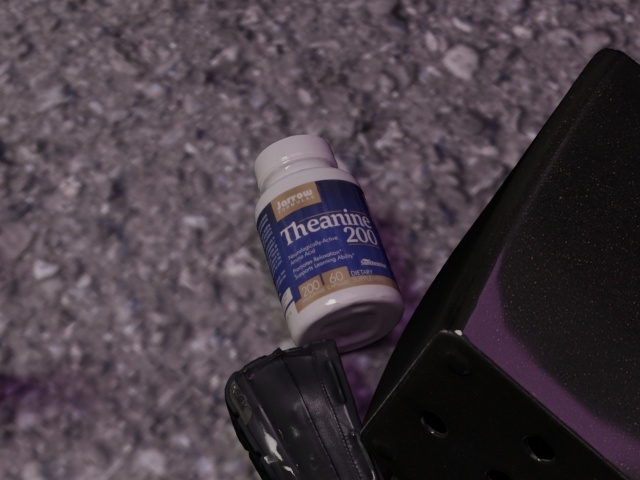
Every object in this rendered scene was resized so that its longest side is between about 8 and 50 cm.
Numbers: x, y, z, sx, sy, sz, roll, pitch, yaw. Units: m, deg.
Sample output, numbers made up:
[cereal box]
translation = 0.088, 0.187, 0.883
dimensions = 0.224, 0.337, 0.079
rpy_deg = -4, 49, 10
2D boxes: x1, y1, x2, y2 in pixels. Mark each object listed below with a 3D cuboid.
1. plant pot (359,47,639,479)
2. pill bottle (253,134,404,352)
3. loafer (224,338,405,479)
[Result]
[plant pot]
translation = 0.128, 0.060, 0.556
dimensions = 0.187, 0.188, 0.167
rpy_deg = 41, 57, 9
[pill bottle]
translation = 0.000, 0.000, 0.675
dimensions = 0.067, 0.067, 0.120
rpy_deg = -12, 60, -12
[loafer]
translation = 0.030, 0.143, 0.584
dimensions = 0.078, 0.076, 0.223
rpy_deg = -27, 61, -12
